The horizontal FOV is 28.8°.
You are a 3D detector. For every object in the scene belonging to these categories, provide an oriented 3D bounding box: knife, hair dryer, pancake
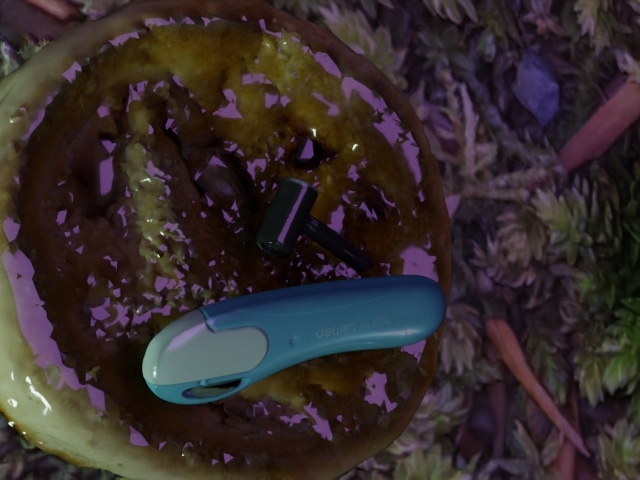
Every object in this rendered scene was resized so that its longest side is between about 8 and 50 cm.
[{"bbox_3d":[-0.011,0.056,0.776,0.222,0.031,0.064,-9,113,-34],"label":"knife"},{"bbox_3d":[0.000,0.000,0.791,0.083,0.026,0.047,33,71,-29],"label":"hair dryer"},{"bbox_3d":[-0.059,0.003,0.804,0.356,0.065,0.356,5,79,-29],"label":"pancake"}]
